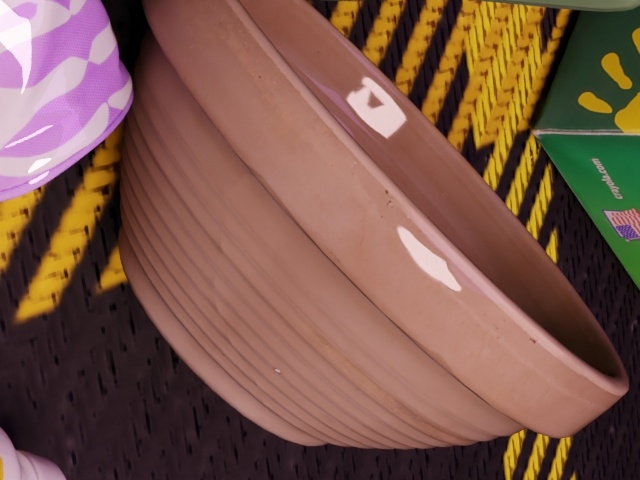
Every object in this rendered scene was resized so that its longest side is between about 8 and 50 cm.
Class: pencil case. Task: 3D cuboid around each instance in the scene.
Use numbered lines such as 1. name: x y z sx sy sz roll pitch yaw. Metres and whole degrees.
1. pencil case: -0.131 -0.108 0.382 0.088 0.086 0.206 -58 134 -41

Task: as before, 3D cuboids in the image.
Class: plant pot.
1. plant pot: 0.000 0.000 0.499 0.110 0.237 0.237 -43 139 13

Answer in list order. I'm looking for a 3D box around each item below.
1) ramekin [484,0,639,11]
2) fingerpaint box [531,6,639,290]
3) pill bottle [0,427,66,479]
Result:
1. ramekin: 0.088 -0.236 0.505 0.303 0.148 0.303 14 90 -74
2. fingerpaint box: 0.357 -0.099 0.925 0.445 0.163 0.371 45 60 -43
3. pill bottle: -0.138 0.081 0.408 0.116 0.065 0.065 29 71 -48
